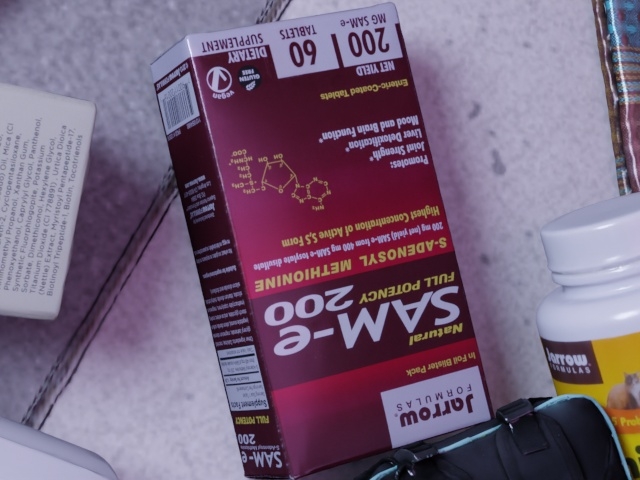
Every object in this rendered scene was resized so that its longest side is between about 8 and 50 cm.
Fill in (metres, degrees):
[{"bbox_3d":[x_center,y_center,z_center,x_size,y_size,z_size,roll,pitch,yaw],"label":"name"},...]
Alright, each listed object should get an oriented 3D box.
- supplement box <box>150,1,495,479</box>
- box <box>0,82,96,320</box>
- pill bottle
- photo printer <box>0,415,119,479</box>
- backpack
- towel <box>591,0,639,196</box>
[{"bbox_3d":[0.000,0.000,0.847,0.130,0.073,0.239,-13,89,-24],"label":"supplement box"},{"bbox_3d":[-0.249,-0.037,0.690,0.275,0.094,0.113,11,93,-30],"label":"box"},{"bbox_3d":[0.195,0.084,0.880,0.117,0.117,0.215,-21,98,-24],"label":"pill bottle"},{"bbox_3d":[-0.257,0.166,0.654,0.308,0.107,0.256,28,72,-36],"label":"photo printer"},{"bbox_3d":[0.103,0.200,0.817,0.166,0.144,0.188,-18,67,-26],"label":"backpack"},{"bbox_3d":[0.357,-0.069,1.024,0.370,0.040,0.271,-5,84,-23],"label":"towel"}]
